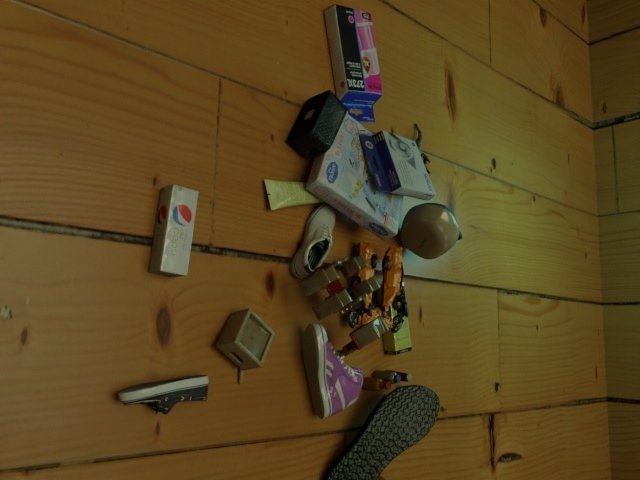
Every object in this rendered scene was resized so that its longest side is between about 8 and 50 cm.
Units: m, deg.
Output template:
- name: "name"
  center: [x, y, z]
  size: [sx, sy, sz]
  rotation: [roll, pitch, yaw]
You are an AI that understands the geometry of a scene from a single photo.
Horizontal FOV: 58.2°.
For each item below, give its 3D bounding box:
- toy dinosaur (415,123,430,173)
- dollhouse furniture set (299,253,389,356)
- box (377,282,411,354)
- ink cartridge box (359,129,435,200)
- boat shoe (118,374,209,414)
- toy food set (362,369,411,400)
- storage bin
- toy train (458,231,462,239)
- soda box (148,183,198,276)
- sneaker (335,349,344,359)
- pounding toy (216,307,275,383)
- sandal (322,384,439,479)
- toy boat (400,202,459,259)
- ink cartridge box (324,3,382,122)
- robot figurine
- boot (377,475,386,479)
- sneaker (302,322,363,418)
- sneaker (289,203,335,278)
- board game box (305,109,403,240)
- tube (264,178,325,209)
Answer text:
- name: "toy dinosaur"
  center: [0.352, -0.301, 2.094]
  size: [0.118, 0.064, 0.268]
  rotation: [41, 56, -23]
- name: "dollhouse furniture set"
  center: [0.069, 0.184, 1.645]
  size: [0.259, 0.135, 0.262]
  rotation: [61, 28, 7]
- name: "box"
  center: [0.245, 0.259, 1.918]
  size: [0.087, 0.058, 0.233]
  rotation: [-7, 89, -42]
- name: "ink cartridge box"
  center: [0.245, -0.241, 1.814]
  size: [0.223, 0.045, 0.224]
  rotation: [6, 57, -38]
- name: "boat shoe"
  center: [-0.360, 0.368, 1.347]
  size: [0.228, 0.080, 0.076]
  rotation: [2, 81, -50]
- name: "toy food set"
  center: [0.247, 0.485, 1.855]
  size: [0.232, 0.104, 0.111]
  rotation: [45, 57, -28]
- name: "storage bin"
  center: [-0.010, -0.349, 1.728]
  size: [0.084, 0.122, 0.180]
  rotation: [39, 60, -31]
- name: "toy train"
  center: [0.497, -0.054, 2.204]
  size: [0.158, 0.036, 0.027]
  rotation: [44, 58, -29]
- name: "soda box"
  center: [-0.358, -0.023, 1.403]
  size: [0.073, 0.069, 0.216]
  rotation: [16, 73, -40]
- name: "sneaker"
  center: [0.044, 0.349, 1.740]
  size: [0.083, 0.031, 0.035]
  rotation: [-31, 105, -40]
- name: "pounding toy"
  center: [-0.198, 0.278, 1.502]
  size: [0.141, 0.100, 0.130]
  rotation: [50, 40, -28]
- name: "sandal"
  center: [0.174, 0.600, 1.746]
  size: [0.445, 0.107, 0.168]
  rotation: [-40, 91, -16]
- name: "toy boat"
  center: [0.323, -0.085, 1.942]
  size: [0.318, 0.267, 0.148]
  rotation: [35, 62, 3]
- name: "ink cartridge box"
  center: [0.116, -0.584, 1.920]
  size: [0.175, 0.069, 0.372]
  rotation: [-8, 92, -43]
- name: "robot figurine"
  center: [0.177, 0.157, 1.822]
  size: [0.210, 0.085, 0.291]
  rotation: [8, 78, -8]
- name: "boot"
  center: [0.183, 0.856, 1.753]
  size: [0.280, 0.096, 0.264]
  rotation: [39, 60, -30]
- name: "sneaker"
  center: [0.041, 0.359, 1.674]
  size: [0.160, 0.102, 0.283]
  rotation: [-14, 105, -26]
- name: "sneaker"
  center: [0.000, 0.000, 1.708]
  size: [0.094, 0.091, 0.258]
  rotation: [38, 61, -32]
- name: "board game box"
  center: [0.127, -0.208, 1.796]
  size: [0.317, 0.065, 0.319]
  rotation: [33, 51, -23]
- name: "tube"
  center: [-0.059, -0.140, 1.704]
  size: [0.240, 0.070, 0.062]
  rotation: [-7, 127, -40]
